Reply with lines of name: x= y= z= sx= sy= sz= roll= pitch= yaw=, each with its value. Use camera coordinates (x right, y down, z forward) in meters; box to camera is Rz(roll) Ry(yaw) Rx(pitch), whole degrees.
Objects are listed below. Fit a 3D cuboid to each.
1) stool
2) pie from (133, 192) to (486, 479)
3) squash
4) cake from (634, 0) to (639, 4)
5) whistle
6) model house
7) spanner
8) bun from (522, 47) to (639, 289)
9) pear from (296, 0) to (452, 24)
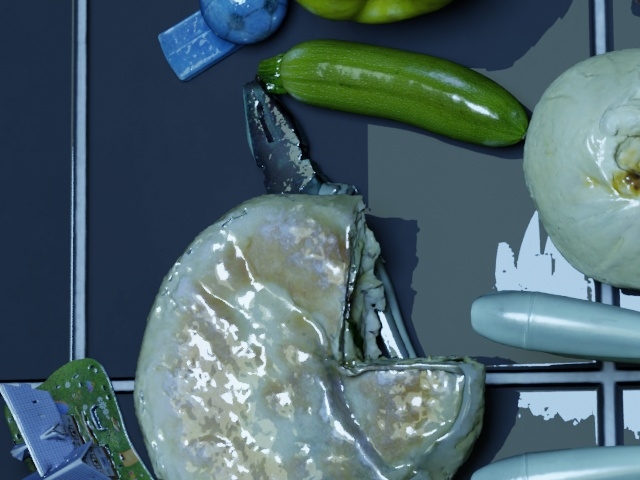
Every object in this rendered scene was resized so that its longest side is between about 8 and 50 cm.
stool: x=0.236 y=0.131 z=1.544 sx=0.199 sy=0.195 sz=0.195 roll=0 pitch=84 yaw=19
pie: x=-0.024 y=0.125 z=1.655 sx=0.337 sy=0.075 sz=0.337 roll=0 pitch=89 yaw=18
squash: x=0.067 y=-0.137 z=1.693 sx=0.258 sy=0.069 sz=0.069 roll=15 pitch=89 yaw=18
cake: x=0.328 y=-0.257 z=1.584 sx=0.185 sy=0.178 sz=0.207 roll=18 pitch=70 yaw=-21
whistle: x=-0.086 y=-0.211 z=1.739 sx=0.158 sy=0.090 sz=0.090 roll=-31 pitch=76 yaw=12
model house: x=-0.237 y=0.196 z=1.740 sx=0.117 sy=0.088 sz=0.167 roll=-28 pitch=77 yaw=13
spanner: x=0.000 y=0.000 z=1.712 sx=0.096 sy=0.040 sz=0.325 roll=-26 pitch=78 yaw=14
bun: x=0.271 y=-0.062 z=1.588 sx=0.222 sy=0.127 sz=0.222 roll=-3 pitch=81 yaw=19
pear: x=0.047 y=-0.340 z=1.628 sx=0.253 sy=0.253 sz=0.307 roll=-13 pitch=68 yaw=16
